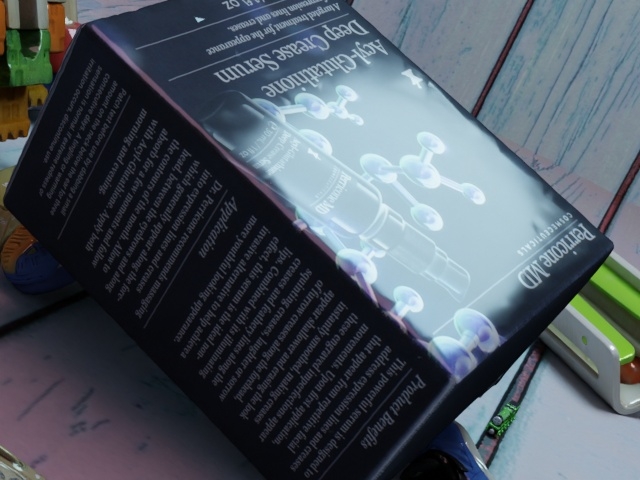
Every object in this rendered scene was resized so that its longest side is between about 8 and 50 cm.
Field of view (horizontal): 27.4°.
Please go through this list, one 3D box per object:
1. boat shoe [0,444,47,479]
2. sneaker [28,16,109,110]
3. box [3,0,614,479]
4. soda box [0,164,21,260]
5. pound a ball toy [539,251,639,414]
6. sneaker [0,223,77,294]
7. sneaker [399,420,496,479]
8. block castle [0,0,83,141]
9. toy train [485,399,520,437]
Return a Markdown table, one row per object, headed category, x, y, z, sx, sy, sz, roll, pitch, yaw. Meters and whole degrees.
| category | x | y | z | sx | sy | sz | roll | pitch | yaw |
| --- | --- | --- | --- | --- | --- | --- | --- | --- | --- |
| boat shoe | -0.280 | 0.122 | 0.778 | 0.285 | 0.104 | 0.089 | 35 | 11 | -4 |
| sneaker | -0.293 | -0.219 | 1.655 | 0.252 | 0.103 | 0.111 | -6 | 4 | 8 |
| box | -0.009 | -0.013 | 1.103 | 0.395 | 0.212 | 0.293 | 44 | 38 | 12 |
| soda box | -0.294 | -0.033 | 1.279 | 0.058 | 0.061 | 0.181 | 28 | 16 | 5 |
| pound a ball toy | 0.401 | 0.103 | 1.706 | 0.208 | 0.136 | 0.319 | -21 | 35 | -17 |
| sneaker | -0.172 | 0.005 | 1.267 | 0.112 | 0.131 | 0.296 | 14 | 30 | 38 |
| sneaker | 0.099 | 0.196 | 1.162 | 0.084 | 0.058 | 0.152 | 23 | 21 | -40 |
| block castle | -0.420 | -0.199 | 1.267 | 0.303 | 0.213 | 0.453 | -1 | 8 | 11 |
| toy train | 0.194 | 0.188 | 1.392 | 0.017 | 0.024 | 0.083 | 30 | 16 | 16 |
